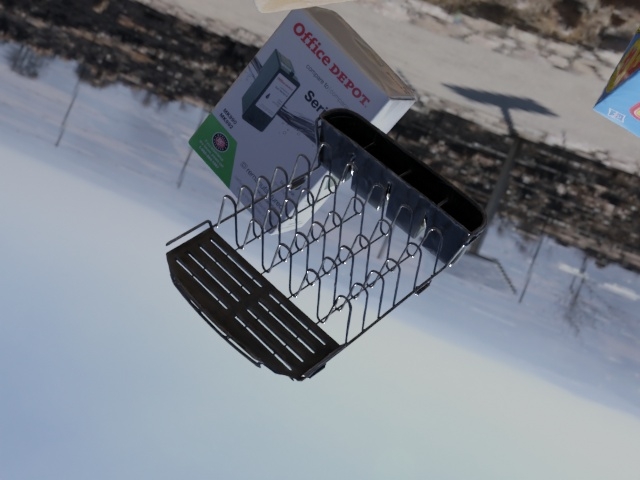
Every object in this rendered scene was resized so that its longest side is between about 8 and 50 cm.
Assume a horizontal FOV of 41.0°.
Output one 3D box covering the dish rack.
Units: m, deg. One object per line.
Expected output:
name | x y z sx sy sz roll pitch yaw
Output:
dish rack | 0.000 0.000 0.810 0.208 0.271 0.074 39 142 23

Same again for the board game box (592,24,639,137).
board game box | 0.357 -0.239 0.631 0.086 0.302 0.308 31 173 2

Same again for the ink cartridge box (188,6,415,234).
ink cartridge box | -0.032 -0.186 1.315 0.211 0.289 0.121 47 -156 12

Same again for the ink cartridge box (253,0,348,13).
ink cartridge box | 0.046 -0.191 0.334 0.193 0.088 0.235 -7 167 5
